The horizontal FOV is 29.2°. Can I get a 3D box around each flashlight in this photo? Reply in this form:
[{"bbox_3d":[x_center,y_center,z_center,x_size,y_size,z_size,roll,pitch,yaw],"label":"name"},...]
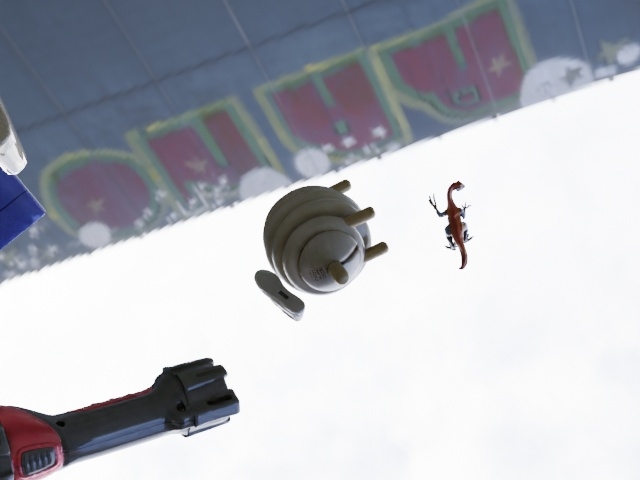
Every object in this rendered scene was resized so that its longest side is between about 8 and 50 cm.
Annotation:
[{"bbox_3d":[-0.250,0.198,1.348,0.304,0.103,0.103,-14,-107,-30],"label":"flashlight"}]

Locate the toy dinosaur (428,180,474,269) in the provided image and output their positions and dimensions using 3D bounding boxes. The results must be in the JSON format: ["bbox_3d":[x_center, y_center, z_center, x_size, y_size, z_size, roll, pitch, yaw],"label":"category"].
[{"bbox_3d":[0.167,-0.027,1.470,0.047,0.082,0.090,-19,-134,-7],"label":"toy dinosaur"}]

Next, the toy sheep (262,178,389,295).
[{"bbox_3d":[0.000,0.000,0.940,0.091,0.091,0.132,-33,-156,-2],"label":"toy sheep"}]

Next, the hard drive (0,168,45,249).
[{"bbox_3d":[-0.447,-0.084,1.168,0.210,0.319,0.040,-39,-166,-5],"label":"hard drive"}]

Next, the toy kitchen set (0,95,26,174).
[{"bbox_3d":[-0.194,-0.058,0.344,0.166,0.207,0.122,-31,-97,-9],"label":"toy kitchen set"}]

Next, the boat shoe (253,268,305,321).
[{"bbox_3d":[-0.060,0.082,1.787,0.100,0.035,0.035,38,-125,25],"label":"boat shoe"}]
